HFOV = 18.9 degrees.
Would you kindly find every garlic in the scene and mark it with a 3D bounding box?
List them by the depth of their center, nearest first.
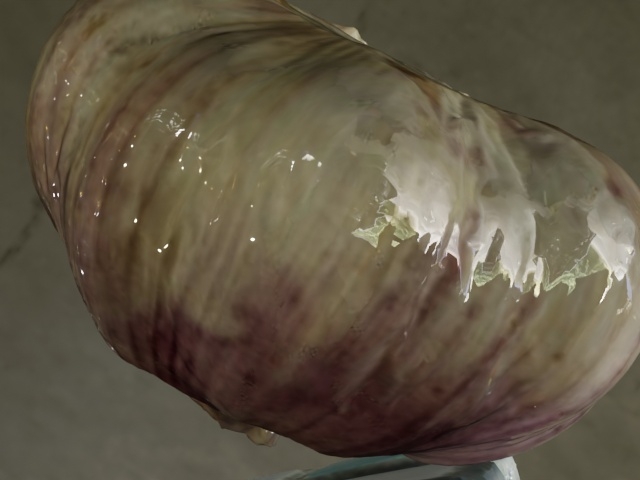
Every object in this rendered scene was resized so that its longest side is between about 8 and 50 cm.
[{"bbox_3d":[0.000,0.000,0.471,0.159,0.102,0.147,26,-172,4],"label":"garlic"}]

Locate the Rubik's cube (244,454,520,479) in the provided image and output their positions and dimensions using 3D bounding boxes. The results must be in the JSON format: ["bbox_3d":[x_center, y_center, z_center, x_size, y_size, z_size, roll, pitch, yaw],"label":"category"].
[{"bbox_3d":[-0.054,0.207,0.527,0.259,0.256,0.253,-12,176,14],"label":"Rubik's cube"}]
